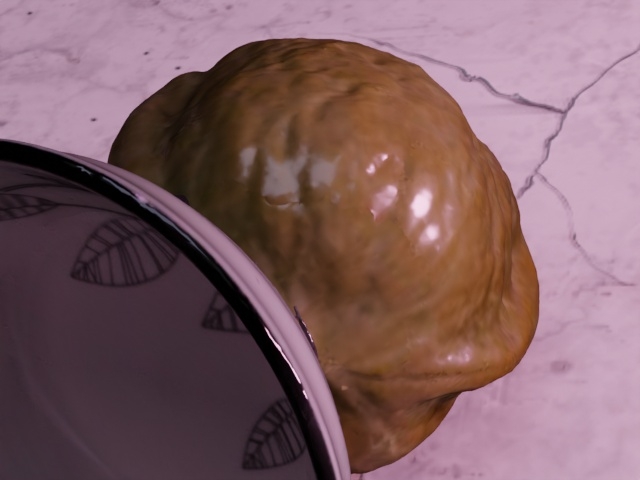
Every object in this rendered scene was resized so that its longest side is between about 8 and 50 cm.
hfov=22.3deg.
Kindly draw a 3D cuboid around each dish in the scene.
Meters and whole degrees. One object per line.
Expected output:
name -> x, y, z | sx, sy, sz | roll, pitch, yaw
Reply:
dish -> -0.092, 0.079, 0.780 | 0.316, 0.316, 0.106 | 15, 32, 32

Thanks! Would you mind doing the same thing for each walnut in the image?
walnut -> 0.000, 0.000, 0.925 | 0.283, 0.227, 0.283 | 21, 27, -11
